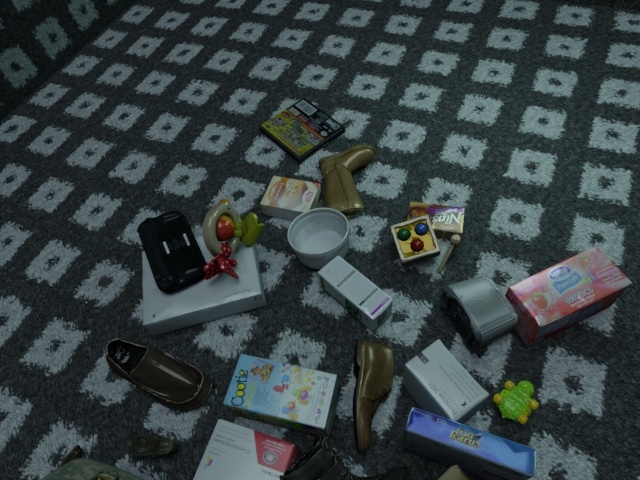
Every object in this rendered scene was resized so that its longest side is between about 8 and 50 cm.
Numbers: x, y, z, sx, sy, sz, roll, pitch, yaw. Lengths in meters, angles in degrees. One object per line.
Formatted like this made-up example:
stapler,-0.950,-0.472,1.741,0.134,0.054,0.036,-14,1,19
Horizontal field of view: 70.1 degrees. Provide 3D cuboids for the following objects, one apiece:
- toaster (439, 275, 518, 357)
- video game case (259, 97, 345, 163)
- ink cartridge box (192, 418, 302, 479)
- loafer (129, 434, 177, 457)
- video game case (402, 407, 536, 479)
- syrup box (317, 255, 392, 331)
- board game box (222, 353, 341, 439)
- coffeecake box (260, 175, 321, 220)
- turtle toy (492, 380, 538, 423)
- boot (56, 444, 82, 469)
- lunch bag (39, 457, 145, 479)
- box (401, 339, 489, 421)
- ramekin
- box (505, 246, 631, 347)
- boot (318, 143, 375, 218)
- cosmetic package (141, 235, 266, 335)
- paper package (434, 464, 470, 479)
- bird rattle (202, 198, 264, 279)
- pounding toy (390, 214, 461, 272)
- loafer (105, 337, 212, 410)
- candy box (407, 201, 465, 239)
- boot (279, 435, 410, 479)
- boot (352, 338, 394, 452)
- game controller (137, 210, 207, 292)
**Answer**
toaster,0.461,0.210,1.321,0.146,0.129,0.227,-21,55,-9
video game case,-0.078,-0.466,1.907,0.248,0.035,0.275,-38,60,-17
ink cartridge box,-0.203,0.634,1.126,0.226,0.131,0.306,12,57,15
loafer,-0.459,0.571,1.254,0.148,0.050,0.056,-4,51,24
video game case,0.334,0.493,1.076,0.270,0.244,0.061,15,58,17
syrup box,0.108,0.163,1.420,0.096,0.093,0.237,-40,60,-19
board game box,-0.097,0.425,1.243,0.275,0.142,0.144,9,58,13
coffeecake box,-0.106,-0.152,1.678,0.186,0.068,0.142,11,58,14
turtle toy,0.520,0.422,1.206,0.130,0.066,0.095,-40,60,-19
boot,-0.672,0.671,1.215,0.106,0.082,0.219,23,55,-3
lunch bag,-0.505,0.631,1.075,0.235,0.287,0.169,12,59,16
box,0.316,0.388,1.188,0.119,0.182,0.181,-33,58,-14
ramekin,0.000,0.000,1.523,0.207,0.109,0.207,-7,47,8
box,0.690,0.161,1.307,0.300,0.154,0.142,-23,56,-7
boot,0.118,-0.211,1.682,0.236,0.089,0.269,-18,55,8
cosmetic package,-0.391,0.125,1.514,0.377,0.097,0.284,-14,53,-2
paper package,0.213,0.654,0.946,0.325,0.309,0.168,-36,59,-15
bird rattle,-0.307,-0.010,1.428,0.143,0.207,0.253,6,46,33
pounding toy,0.349,0.014,1.459,0.206,0.094,0.181,-18,74,8
loafer,-0.490,0.386,1.331,0.366,0.130,0.133,14,59,16
candy box,0.393,-0.067,1.562,0.187,0.053,0.109,8,58,15
boot,0.063,0.565,1.093,0.263,0.091,0.229,-34,93,-12
boot,0.145,0.418,1.244,0.115,0.112,0.305,8,55,0
game controller,-0.493,0.027,1.512,0.166,0.067,0.319,-18,54,-22
